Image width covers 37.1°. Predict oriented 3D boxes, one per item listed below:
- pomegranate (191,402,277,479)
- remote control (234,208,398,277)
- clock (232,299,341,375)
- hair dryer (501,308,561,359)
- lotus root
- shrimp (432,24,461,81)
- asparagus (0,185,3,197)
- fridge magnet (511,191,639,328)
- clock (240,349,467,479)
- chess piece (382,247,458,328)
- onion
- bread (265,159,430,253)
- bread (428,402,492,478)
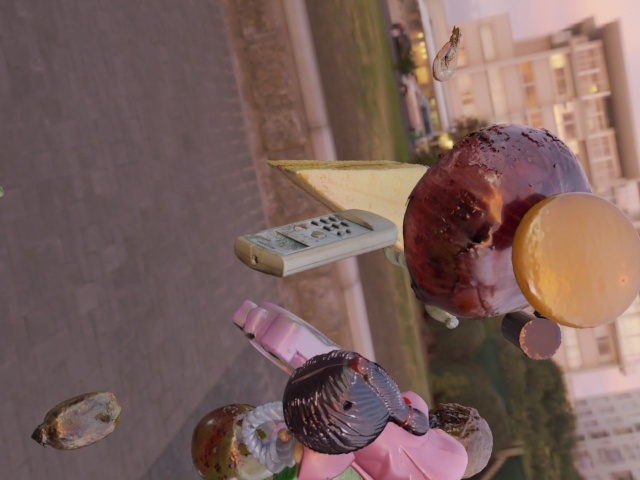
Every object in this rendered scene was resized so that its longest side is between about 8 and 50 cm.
[{"bbox_3d":[-0.111,0.278,1.253,0.130,0.130,0.130,-11,90,-83],"label":"pomegranate"},{"bbox_3d":[0.000,0.000,1.275,0.233,0.098,0.038,-16,118,-42],"label":"remote control"},{"bbox_3d":[-0.051,0.204,1.809,0.227,0.090,0.248,44,-14,-29],"label":"clock"},{"bbox_3d":[0.385,0.073,1.582,0.248,0.070,0.114,-64,-172,2],"label":"hair dryer"},{"bbox_3d":[-0.260,0.195,1.026,0.049,0.099,0.054,5,-71,52],"label":"lotus root"},{"bbox_3d":[0.235,-0.346,1.783,0.023,0.059,0.108,42,-45,43],"label":"shrimp"},{"bbox_3d":[-0.653,-0.061,1.613,0.248,0.025,0.024,-17,119,-42],"label":"asparagus"},{"bbox_3d":[0.264,0.020,0.982,0.063,0.143,0.143,128,-46,-76],"label":"fridge magnet"},{"bbox_3d":[0.022,0.206,0.978,0.195,0.194,0.100,47,29,-28],"label":"clock"},{"bbox_3d":[0.226,0.071,1.964,0.139,0.139,0.272,71,-2,-49],"label":"chess piece"},{"bbox_3d":[0.201,-0.028,1.134,0.219,0.252,0.252,41,-25,47],"label":"onion"},{"bbox_3d":[0.045,-0.054,1.644,0.167,0.263,0.163,-154,-116,-65],"label":"bread"},{"bbox_3d":[0.162,0.233,1.129,0.113,0.082,0.060,-80,160,-69],"label":"bread"}]
